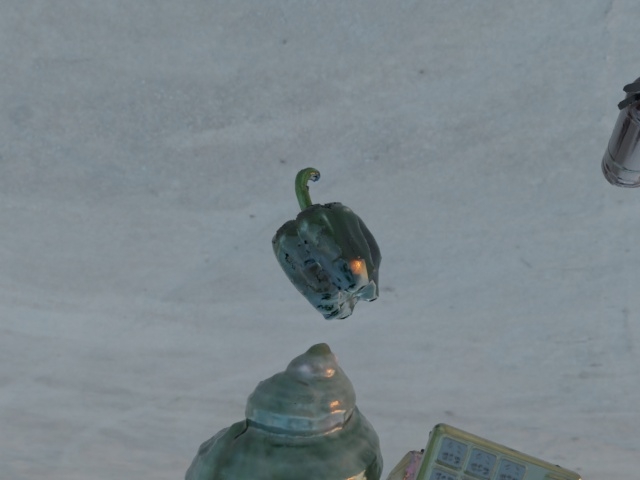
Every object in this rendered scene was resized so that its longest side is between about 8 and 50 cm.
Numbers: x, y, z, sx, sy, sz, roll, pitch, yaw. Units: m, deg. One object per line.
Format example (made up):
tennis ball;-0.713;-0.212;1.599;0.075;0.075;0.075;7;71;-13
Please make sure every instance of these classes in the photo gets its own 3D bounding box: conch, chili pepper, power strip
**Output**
conch;-0.031;0.229;0.715;0.195;0.277;0.220;24;-158;34
chili pepper;0.000;0.000;1.210;0.165;0.261;0.174;-38;159;19
power strip;0.180;0.241;0.696;0.169;0.076;0.028;19;178;2

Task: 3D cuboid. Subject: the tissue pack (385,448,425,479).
tissue pack;0.104;0.465;1.035;0.123;0.215;0.257;25;122;-3

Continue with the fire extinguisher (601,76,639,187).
fire extinguisher;0.249;-0.088;0.528;0.078;0.045;0.157;-21;159;6
